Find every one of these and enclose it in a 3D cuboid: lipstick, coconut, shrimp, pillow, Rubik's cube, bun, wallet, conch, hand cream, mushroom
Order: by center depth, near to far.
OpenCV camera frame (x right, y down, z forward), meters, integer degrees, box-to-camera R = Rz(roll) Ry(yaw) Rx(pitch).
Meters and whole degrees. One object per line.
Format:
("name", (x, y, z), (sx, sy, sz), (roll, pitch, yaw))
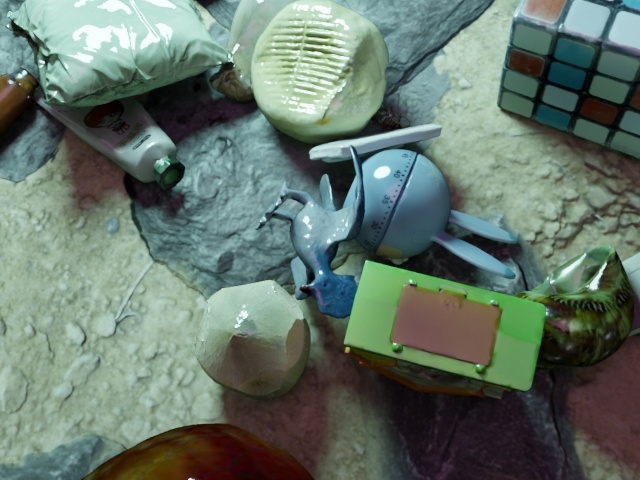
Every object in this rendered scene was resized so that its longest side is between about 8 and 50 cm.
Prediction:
("coconut", (-0.092, 0.133, 1.174), (0.161, 0.162, 0.161), (-2, 68, 4))
("conch", (0.340, 0.103, 1.175), (0.181, 0.187, 0.124), (-20, 106, 21))
("Rubik's cube", (0.429, -0.315, 1.259), (0.253, 0.256, 0.259), (24, 72, 14))
("wallet", (0.083, -0.145, 1.281), (0.182, 0.124, 0.032), (-13, 97, -25))
("bun", (0.007, -0.259, 1.340), (0.229, 0.145, 0.229), (-4, 82, 30))
("shrimp", (0.100, -0.199, 1.367), (0.092, 0.029, 0.038), (36, 81, 27))
("lipstick", (-0.606, -0.114, 1.369), (0.077, 0.077, 0.418), (33, 75, 17))
("pillow", (-0.326, -0.328, 1.371), (0.310, 0.138, 0.283), (-23, 53, -20))
("hand cream", (-0.345, -0.196, 1.394), (0.121, 0.076, 0.336), (-43, 64, -14))
("mushroom", (-0.104, -0.338, 1.407), (0.116, 0.093, 0.225), (36, 71, 1))

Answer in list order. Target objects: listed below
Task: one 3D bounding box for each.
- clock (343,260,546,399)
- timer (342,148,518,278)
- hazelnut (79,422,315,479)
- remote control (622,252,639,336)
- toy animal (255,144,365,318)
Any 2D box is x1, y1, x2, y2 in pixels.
("clock", (0.149, 0.140, 1.100), (0.219, 0.255, 0.106), (14, 71, 7))
("timer", (0.145, -0.019, 1.243), (0.255, 0.175, 0.175), (44, 76, -11))
("hazelnut", (-0.159, 0.425, 0.967), (0.429, 0.402, 0.402), (-44, 71, -8))
("remote control", (0.489, 0.039, 1.105), (0.055, 0.277, 0.103), (6, 66, -19))
("toy animal", (0.000, 0.000, 1.175), (0.176, 0.239, 0.255), (35, 40, -2))
